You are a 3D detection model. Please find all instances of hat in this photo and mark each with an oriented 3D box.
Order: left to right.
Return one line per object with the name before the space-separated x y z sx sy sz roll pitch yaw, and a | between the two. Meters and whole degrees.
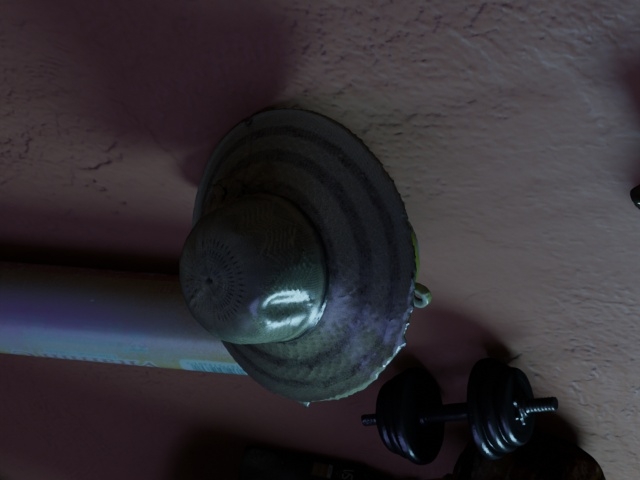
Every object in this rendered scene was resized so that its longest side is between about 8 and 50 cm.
hat | -0.052 0.024 1.099 0.252 0.252 0.110 -27 170 42

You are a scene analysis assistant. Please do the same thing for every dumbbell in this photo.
dumbbell | 0.132 0.168 1.353 0.208 0.099 0.099 -10 137 31

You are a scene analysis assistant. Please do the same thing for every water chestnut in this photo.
water chestnut | 0.189 0.298 1.418 0.238 0.223 0.223 12 144 15

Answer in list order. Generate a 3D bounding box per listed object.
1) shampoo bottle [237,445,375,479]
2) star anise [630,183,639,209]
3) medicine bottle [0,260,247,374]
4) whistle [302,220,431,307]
shampoo bottle | 0.009 0.283 1.577 0.208 0.057 0.063 11 143 5
star anise | 0.359 0.002 1.075 0.214 0.099 0.220 2 149 38
medicine bottle | -0.241 0.071 1.351 0.426 0.108 0.108 4 142 10
whistle | 0.000 0.000 1.197 0.223 0.123 0.123 27 147 18
